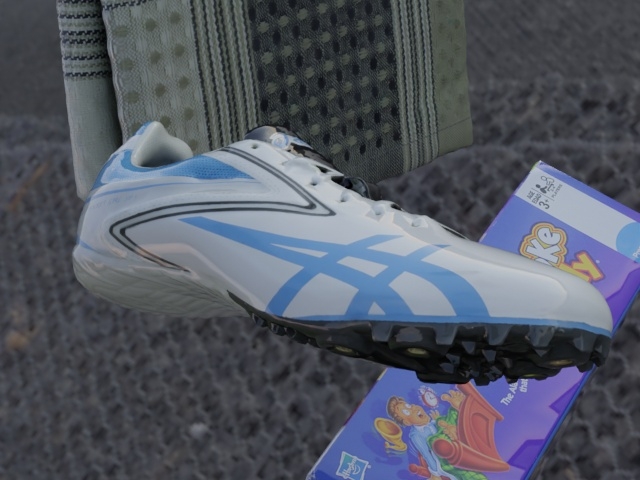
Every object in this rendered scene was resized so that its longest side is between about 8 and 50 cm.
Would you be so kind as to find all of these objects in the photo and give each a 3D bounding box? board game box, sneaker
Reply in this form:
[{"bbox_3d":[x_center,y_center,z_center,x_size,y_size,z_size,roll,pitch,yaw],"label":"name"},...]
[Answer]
[{"bbox_3d":[0.055,0.156,0.764,0.233,0.078,0.347,-49,-17,-39],"label":"board game box"},{"bbox_3d":[0.000,0.000,0.527,0.237,0.085,0.086,12,81,37],"label":"sneaker"}]

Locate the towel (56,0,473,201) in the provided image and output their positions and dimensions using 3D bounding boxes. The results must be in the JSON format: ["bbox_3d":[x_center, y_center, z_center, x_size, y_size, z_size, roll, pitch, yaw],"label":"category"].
[{"bbox_3d":[-0.026,-0.165,0.817,0.056,0.324,0.312,8,23,40],"label":"towel"}]
